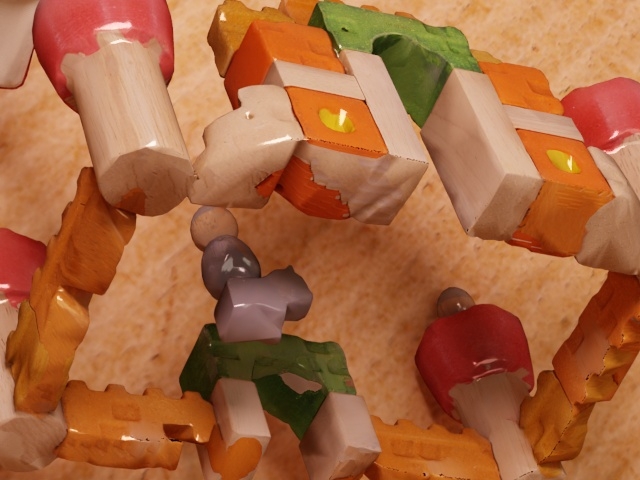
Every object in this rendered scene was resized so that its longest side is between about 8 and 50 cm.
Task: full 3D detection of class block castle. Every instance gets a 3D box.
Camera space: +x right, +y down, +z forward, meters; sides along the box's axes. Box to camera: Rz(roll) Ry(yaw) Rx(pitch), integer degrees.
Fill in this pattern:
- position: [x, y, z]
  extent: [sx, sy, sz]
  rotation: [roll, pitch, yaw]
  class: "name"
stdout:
- position: [0.000, 0.000, 1.287]
  extent: [0.453, 0.303, 0.213]
  rotation: [9, 38, -26]
  class: "block castle"

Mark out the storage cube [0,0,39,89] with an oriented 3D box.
- position: [-0.264, -0.227, 1.218]
  extent: [0.215, 0.184, 0.193]
  rotation: [2, 49, -26]
  class: "storage cube"
